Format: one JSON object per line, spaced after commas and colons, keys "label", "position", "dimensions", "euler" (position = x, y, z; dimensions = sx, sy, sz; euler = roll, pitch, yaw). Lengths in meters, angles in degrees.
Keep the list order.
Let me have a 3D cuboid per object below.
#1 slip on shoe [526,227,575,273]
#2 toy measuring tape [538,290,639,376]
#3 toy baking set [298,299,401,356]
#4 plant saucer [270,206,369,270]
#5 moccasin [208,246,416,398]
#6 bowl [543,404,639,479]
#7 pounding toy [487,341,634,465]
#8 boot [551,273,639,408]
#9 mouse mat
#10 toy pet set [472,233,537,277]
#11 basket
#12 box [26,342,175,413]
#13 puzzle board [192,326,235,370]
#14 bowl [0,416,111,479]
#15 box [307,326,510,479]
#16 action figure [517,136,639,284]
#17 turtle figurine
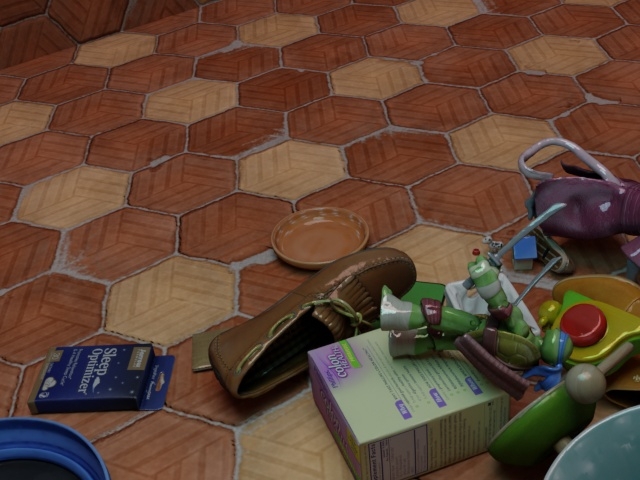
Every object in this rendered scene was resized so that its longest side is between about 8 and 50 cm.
{"label": "slip on shoe", "position": [0.441, 0.020, 1.683], "dimensions": [0.041, 0.051, 0.135], "euler": [16, 20, -26]}
{"label": "toy measuring tape", "position": [0.451, 0.173, 1.299], "dimensions": [0.121, 0.121, 0.330], "euler": [-29, 36, -29]}
{"label": "toy baking set", "position": [0.022, 0.144, 1.571], "dimensions": [0.256, 0.030, 0.196], "euler": [-8, 35, 2]}
{"label": "plant saucer", "position": [0.000, 0.000, 1.781], "dimensions": [0.200, 0.037, 0.200], "euler": [-4, 36, 3]}
{"label": "moccasin", "position": [0.002, 0.134, 1.443], "dimensions": [0.380, 0.139, 0.147], "euler": [-25, 33, -19]}
{"label": "bowl", "position": [0.432, 0.359, 1.049], "dimensions": [0.312, 0.163, 0.311], "euler": [-21, 31, 13]}
{"label": "pounding toy", "position": [0.353, 0.265, 1.225], "dimensions": [0.183, 0.237, 0.110], "euler": [-7, 52, -47]}
{"label": "boot", "position": [0.484, 0.168, 1.419], "dimensions": [0.295, 0.104, 0.211], "euler": [12, 46, 33]}
{"label": "mouse mat", "position": [0.142, 0.131, 1.601], "dimensions": [0.153, 0.007, 0.189], "euler": [6, 38, 16]}
{"label": "toy pet set", "position": [0.349, 0.027, 1.665], "dimensions": [0.114, 0.065, 0.122], "euler": [-4, 36, 4]}
{"label": "basket", "position": [0.283, 0.149, 1.469], "dimensions": [0.113, 0.103, 0.167], "euler": [-11, 36, -6]}
{"label": "box", "position": [-0.372, 0.235, 1.508], "dimensions": [0.225, 0.036, 0.136], "euler": [-2, 35, 4]}
{"label": "puzzle board", "position": [-0.163, 0.189, 1.558], "dimensions": [0.128, 0.011, 0.096], "euler": [-9, 33, -2]}
{"label": "bowl", "position": [-0.482, 0.416, 1.232], "dimensions": [0.391, 0.077, 0.391], "euler": [-4, 35, 3]}
{"label": "box", "position": [0.132, 0.241, 1.352], "dimensions": [0.243, 0.117, 0.213], "euler": [-16, 36, -15]}
{"label": "action figure", "position": [0.577, -0.066, 1.568], "dimensions": [0.248, 0.275, 0.370], "euler": [-41, 33, -28]}
{"label": "turtle figurine", "position": [0.231, 0.086, 1.292], "dimensions": [0.266, 0.274, 0.198], "euler": [-1, 1, 14]}
